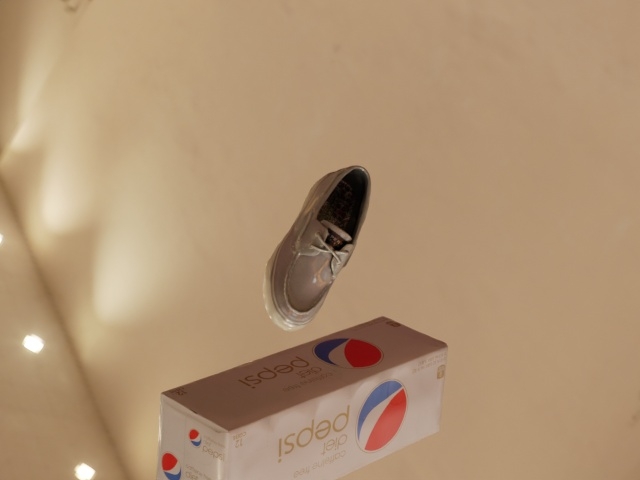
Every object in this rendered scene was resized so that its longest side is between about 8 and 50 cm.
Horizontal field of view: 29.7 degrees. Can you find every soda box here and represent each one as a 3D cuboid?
[{"bbox_3d":[-0.006,0.118,0.822,0.069,0.074,0.216,21,-155,39],"label":"soda box"}]

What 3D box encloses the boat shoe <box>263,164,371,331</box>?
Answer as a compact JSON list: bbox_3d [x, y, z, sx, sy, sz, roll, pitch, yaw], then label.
[{"bbox_3d":[0.001,0.000,1.420,0.079,0.081,0.227,33,-124,-16],"label":"boat shoe"}]
